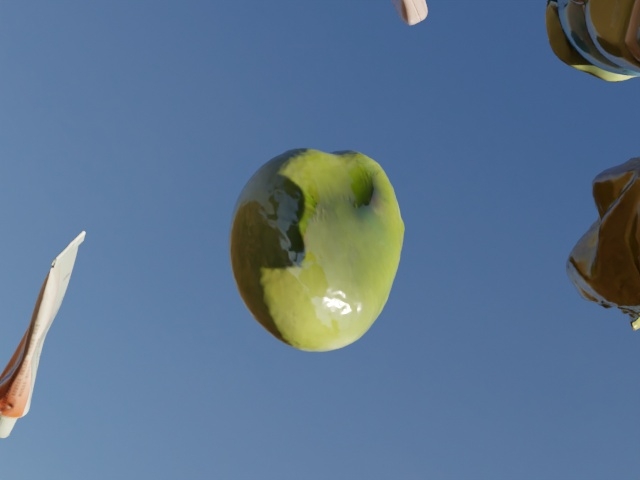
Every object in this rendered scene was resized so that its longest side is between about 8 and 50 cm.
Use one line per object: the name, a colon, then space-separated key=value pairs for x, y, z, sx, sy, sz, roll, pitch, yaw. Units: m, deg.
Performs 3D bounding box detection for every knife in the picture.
knife: x=0.097 y=-0.380 z=1.468 sx=0.336 sy=0.043 sz=0.081 roll=52 pitch=14 yaw=-71

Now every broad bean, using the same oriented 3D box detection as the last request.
broad bean: x=0.000 y=0.000 z=1.367 sx=0.119 sy=0.291 sz=0.238 roll=-20 pitch=-60 yaw=45

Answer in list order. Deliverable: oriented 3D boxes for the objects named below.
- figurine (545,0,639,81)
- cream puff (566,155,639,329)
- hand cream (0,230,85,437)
figurine: x=0.297 y=-0.207 z=0.984 sx=0.262 sy=0.180 sz=0.154 roll=-144 pitch=-142 yaw=-65
cream puff: x=0.410 y=-0.026 z=1.029 sx=0.323 sy=0.274 sz=0.270 roll=14 pitch=-17 yaw=28
hand cream: x=-0.254 y=0.090 z=0.985 sx=0.216 sy=0.038 sz=0.052 roll=-64 pitch=-151 yaw=26
